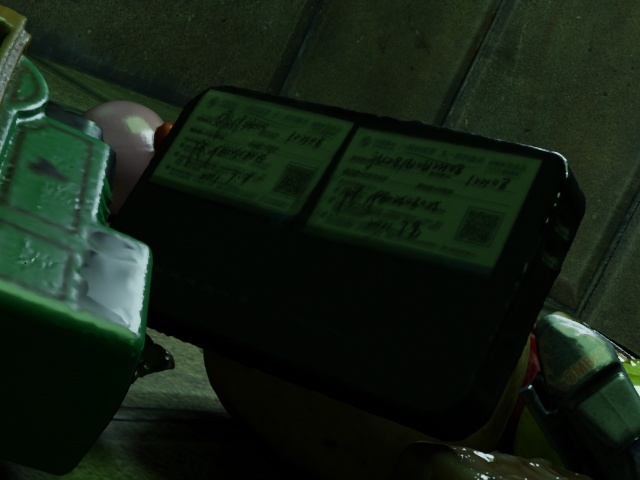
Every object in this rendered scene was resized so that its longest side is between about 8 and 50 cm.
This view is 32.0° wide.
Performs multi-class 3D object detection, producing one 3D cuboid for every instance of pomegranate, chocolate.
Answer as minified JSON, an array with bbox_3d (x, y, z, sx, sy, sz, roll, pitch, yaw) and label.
[{"bbox_3d":[0.042,0.086,0.951,0.281,0.281,0.281,25,8,-4],"label":"pomegranate"},{"bbox_3d":[0.106,0.216,0.773,0.214,0.148,0.093,21,4,-40],"label":"chocolate"}]

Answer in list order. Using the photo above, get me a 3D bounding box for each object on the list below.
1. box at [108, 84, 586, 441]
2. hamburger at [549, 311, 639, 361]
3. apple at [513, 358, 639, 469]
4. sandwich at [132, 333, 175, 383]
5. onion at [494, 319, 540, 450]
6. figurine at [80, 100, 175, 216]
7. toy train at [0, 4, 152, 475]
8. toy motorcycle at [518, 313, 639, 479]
[{"bbox_3d":[0.000,0.000,0.826,0.350,0.211,0.058,17,-22,35],"label":"box"},{"bbox_3d":[0.354,0.219,1.400,0.302,0.170,0.302,32,7,-4],"label":"hamburger"},{"bbox_3d":[0.306,0.205,1.070,0.226,0.246,0.246,17,12,-47],"label":"apple"},{"bbox_3d":[-0.240,0.070,0.863,0.244,0.088,0.090,31,18,11],"label":"sandwich"},{"bbox_3d":[0.152,0.133,1.250,0.246,0.190,0.246,16,8,-2],"label":"onion"},{"bbox_3d":[-0.285,-0.116,1.583,0.173,0.173,0.173,25,8,-4],"label":"figurine"},{"bbox_3d":[-0.234,-0.011,0.740,0.249,0.178,0.429,23,28,-18],"label":"toy train"},{"bbox_3d":[0.266,0.197,0.857,0.307,0.108,0.173,51,-14,29],"label":"toy motorcycle"}]
